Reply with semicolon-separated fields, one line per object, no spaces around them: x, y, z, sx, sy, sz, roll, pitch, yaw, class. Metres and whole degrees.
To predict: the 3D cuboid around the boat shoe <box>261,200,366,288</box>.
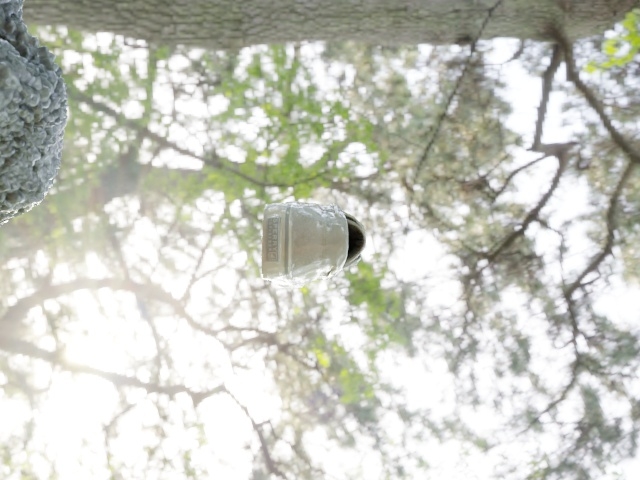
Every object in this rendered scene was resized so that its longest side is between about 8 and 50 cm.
0.000;0.000;0.640;0.184;0.063;0.066;59;35;-82;boat shoe

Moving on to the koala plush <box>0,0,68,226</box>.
-0.193;-0.135;0.434;0.196;0.203;0.221;-26;-138;40;koala plush
